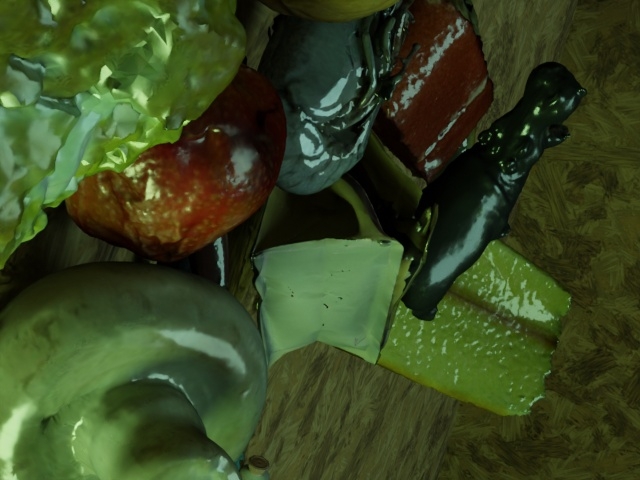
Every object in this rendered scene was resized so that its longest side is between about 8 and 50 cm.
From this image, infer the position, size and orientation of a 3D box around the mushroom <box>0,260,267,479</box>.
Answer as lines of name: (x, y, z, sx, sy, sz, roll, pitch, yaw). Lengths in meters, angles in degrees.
mushroom: (-0.142, 0.141, 0.914, 0.243, 0.243, 0.243, -58, 161, -33)

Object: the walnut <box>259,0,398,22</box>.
walnut: (0.016, -0.284, 0.999, 0.221, 0.195, 0.195, -64, 164, -13)

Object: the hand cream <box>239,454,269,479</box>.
hand cream: (-0.116, 0.395, 1.731, 0.067, 0.043, 0.209, -41, 154, -59)

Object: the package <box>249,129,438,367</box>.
package: (0.031, 0.011, 1.315, 0.311, 0.165, 0.221, 95, 9, -62)

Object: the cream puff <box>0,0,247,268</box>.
cream puff: (-0.173, -0.122, 0.602, 0.282, 0.185, 0.282, -25, 140, -24)

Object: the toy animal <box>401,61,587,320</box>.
toy animal: (0.190, -0.059, 1.455, 0.343, 0.106, 0.168, -52, 162, 9)

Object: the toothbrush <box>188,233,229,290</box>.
toothbrush: (-0.099, -0.019, 1.027, 0.041, 0.041, 0.364, -36, 124, -62)

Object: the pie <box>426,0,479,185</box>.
pie: (0.173, -0.200, 1.637, 0.339, 0.077, 0.339, -2, 90, -87)

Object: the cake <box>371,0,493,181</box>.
cake: (0.082, -0.191, 1.350, 0.151, 0.177, 0.283, -52, 157, -2)

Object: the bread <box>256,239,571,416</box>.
bread: (0.145, 0.068, 1.579, 0.233, 0.362, 0.245, -66, 166, -6)

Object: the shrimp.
shrimp: (0.036, -0.201, 1.127, 0.116, 0.145, 0.343, 13, -101, 64)

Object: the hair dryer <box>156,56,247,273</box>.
hair dryer: (-0.108, -0.009, 1.142, 0.189, 0.107, 0.352, 10, 95, -73)

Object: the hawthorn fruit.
hawthorn fruit: (-0.117, -0.068, 0.910, 0.179, 0.173, 0.173, -33, 178, 24)

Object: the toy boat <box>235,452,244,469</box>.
toy boat: (-0.129, 0.247, 1.430, 0.059, 0.069, 0.173, -46, 157, -21)
